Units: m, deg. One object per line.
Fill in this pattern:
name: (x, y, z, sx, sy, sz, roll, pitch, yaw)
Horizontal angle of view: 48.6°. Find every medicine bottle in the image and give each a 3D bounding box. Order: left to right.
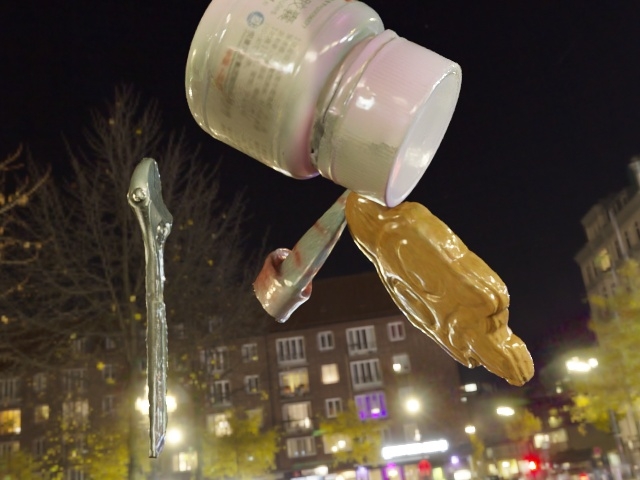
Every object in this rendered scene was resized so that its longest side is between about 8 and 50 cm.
medicine bottle: (0.005, -0.195, 0.928, 0.301, 0.241, 0.241, 28, -12, 16)

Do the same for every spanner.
spanner: (-0.181, 0.071, 0.776, 0.026, 0.326, 0.093, -3, -3, 5)

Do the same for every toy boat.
toy boat: (0.000, 0.000, 1.190, 0.282, 0.096, 0.206, -49, 7, 6)

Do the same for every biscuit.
biscuit: (0.161, 0.069, 1.040, 0.051, 0.376, 0.269, -36, -24, -18)
